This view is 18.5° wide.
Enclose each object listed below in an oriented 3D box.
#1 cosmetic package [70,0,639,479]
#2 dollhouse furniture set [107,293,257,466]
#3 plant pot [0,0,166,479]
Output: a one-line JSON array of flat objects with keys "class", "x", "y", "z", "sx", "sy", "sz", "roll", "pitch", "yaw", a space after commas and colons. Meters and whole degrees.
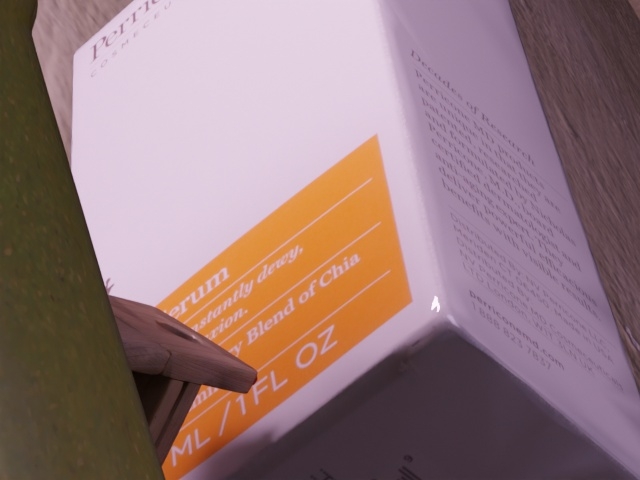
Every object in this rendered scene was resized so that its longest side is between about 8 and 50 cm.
[{"class": "cosmetic package", "x": 0.000, "y": 0.000, "z": 1.017, "sx": 0.161, "sy": 0.230, "sz": 0.453, "roll": 39, "pitch": 23, "yaw": -29}, {"class": "dollhouse furniture set", "x": -0.148, "y": 0.061, "z": 0.805, "sx": 0.184, "sy": 0.129, "sz": 0.129, "roll": 30, "pitch": 5, "yaw": 33}, {"class": "plant pot", "x": -0.166, "y": 0.040, "z": 0.602, "sx": 0.254, "sy": 0.276, "sz": 0.276, "roll": 65, "pitch": 21, "yaw": 3}]
